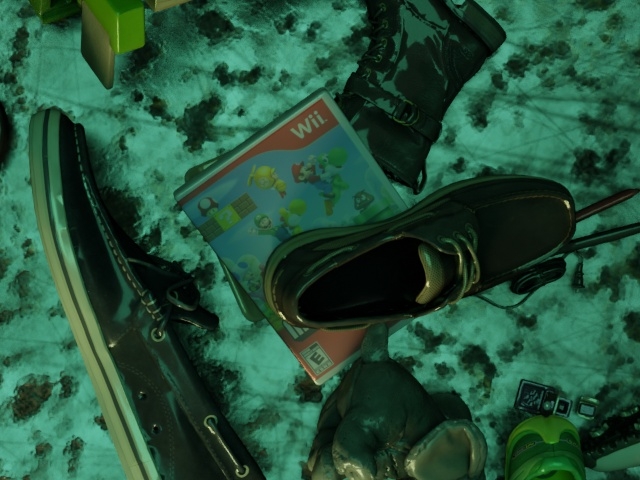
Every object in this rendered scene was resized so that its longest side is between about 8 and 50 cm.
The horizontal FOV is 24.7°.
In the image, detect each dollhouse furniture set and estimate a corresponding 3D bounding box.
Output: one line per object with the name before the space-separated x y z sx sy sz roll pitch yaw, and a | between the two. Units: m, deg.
dollhouse furniture set | 0.261 0.225 1.651 0.091 0.081 0.114 16 89 1
dollhouse furniture set | -0.145 -0.299 1.630 0.301 0.151 0.197 -24 62 -27

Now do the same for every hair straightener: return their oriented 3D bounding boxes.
hair straightener | 0.273 0.022 1.671 0.230 0.047 0.089 -23 89 0

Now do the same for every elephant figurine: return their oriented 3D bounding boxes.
elephant figurine | 0.119 0.239 1.633 0.239 0.186 0.169 22 46 -10

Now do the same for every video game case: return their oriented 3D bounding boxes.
video game case | 0.000 0.000 1.628 0.204 0.025 0.285 -35 111 2

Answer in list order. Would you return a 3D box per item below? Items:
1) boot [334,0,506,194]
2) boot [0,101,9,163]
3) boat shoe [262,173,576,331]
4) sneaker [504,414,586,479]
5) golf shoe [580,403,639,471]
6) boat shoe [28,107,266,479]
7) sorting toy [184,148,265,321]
boot | 0.061 -0.205 1.647 0.263 0.091 0.229 36 85 -1
boot | -0.497 -0.046 1.568 0.348 0.260 0.131 -43 89 0
boat shoe | 0.118 0.030 1.576 0.355 0.130 0.132 -19 111 -4
sneaker | 0.248 0.342 1.611 0.109 0.123 0.295 -6 109 3
golf shoe | 0.427 0.229 1.643 0.273 0.105 0.120 -16 96 0
boat shoe | -0.196 0.085 1.611 0.156 0.187 0.500 -21 94 -5
sorting toy | -0.028 -0.031 1.682 0.208 0.038 0.193 -24 89 -5
